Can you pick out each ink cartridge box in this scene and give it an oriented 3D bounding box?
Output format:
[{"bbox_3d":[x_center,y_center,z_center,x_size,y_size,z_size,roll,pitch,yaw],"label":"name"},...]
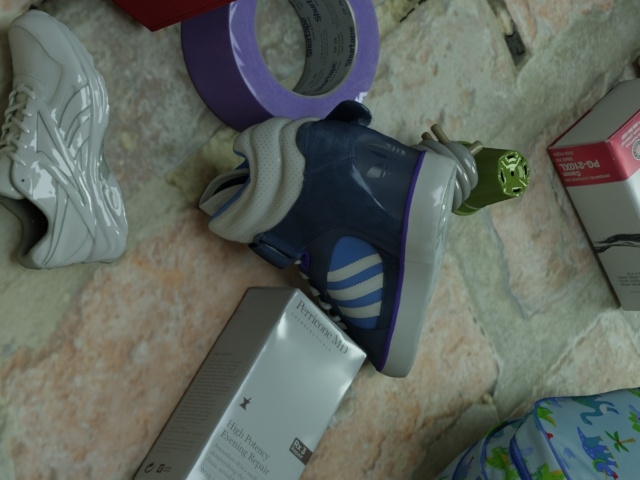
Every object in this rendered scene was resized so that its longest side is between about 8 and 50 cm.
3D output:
[{"bbox_3d":[0.398,-0.055,1.859,0.172,0.100,0.237,-40,111,-34],"label":"ink cartridge box"}]

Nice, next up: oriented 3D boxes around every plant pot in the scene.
[{"bbox_3d":[0.184,-0.071,1.696,0.083,0.079,0.083,3,85,-40],"label":"plant pot"}]

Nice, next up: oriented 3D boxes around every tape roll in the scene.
[{"bbox_3d":[-0.037,-0.199,1.520,0.189,0.080,0.189,2,87,-40],"label":"tape roll"}]

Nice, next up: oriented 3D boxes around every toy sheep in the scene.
[{"bbox_3d":[0.121,-0.070,1.642,0.132,0.091,0.091,-37,112,-15],"label":"toy sheep"}]

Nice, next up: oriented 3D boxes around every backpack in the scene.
[{"bbox_3d":[0.279,0.289,1.644,0.355,0.273,0.290,-5,61,-29],"label":"backpack"}]

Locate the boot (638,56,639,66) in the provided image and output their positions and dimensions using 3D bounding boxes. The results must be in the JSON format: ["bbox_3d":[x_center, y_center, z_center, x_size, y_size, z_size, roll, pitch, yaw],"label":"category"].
[{"bbox_3d":[0.458,-0.231,1.947,0.158,0.059,0.085,-39,107,-33],"label":"boot"}]

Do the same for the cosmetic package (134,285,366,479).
[{"bbox_3d":[-0.063,0.167,1.478,0.117,0.085,0.231,44,63,-30],"label":"cosmetic package"}]

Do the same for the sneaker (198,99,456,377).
[{"bbox_3d":[0.000,0.000,1.522,0.323,0.236,0.130,94,12,-54],"label":"sneaker"}]

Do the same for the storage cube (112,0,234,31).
[{"bbox_3d":[-0.136,-0.326,1.362,0.193,0.215,0.184,37,66,-26],"label":"storage cube"}]

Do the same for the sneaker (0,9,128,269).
[{"bbox_3d":[-0.242,-0.081,1.341,0.115,0.090,0.232,-18,98,-35],"label":"sneaker"}]
